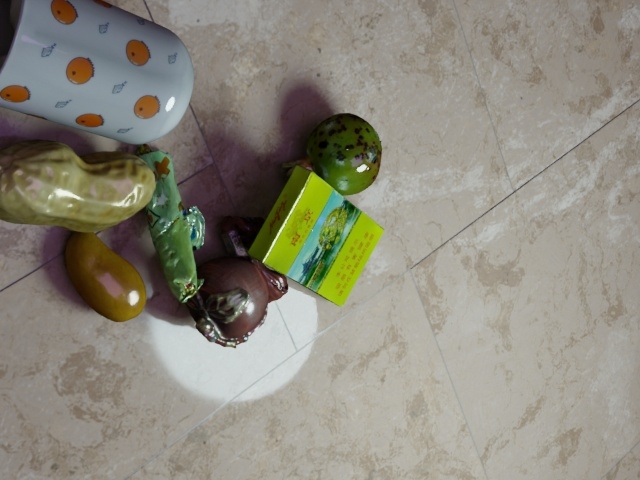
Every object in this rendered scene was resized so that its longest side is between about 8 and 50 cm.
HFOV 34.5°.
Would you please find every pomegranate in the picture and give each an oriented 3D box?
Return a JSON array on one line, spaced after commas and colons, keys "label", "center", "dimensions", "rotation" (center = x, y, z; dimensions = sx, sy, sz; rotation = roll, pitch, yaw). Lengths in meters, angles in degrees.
[{"label": "pomegranate", "center": [0.024, -0.160, 1.991], "dimensions": [0.205, 0.159, 0.159], "rotation": [-22, 112, -5]}]

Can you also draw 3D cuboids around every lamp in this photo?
[{"label": "lamp", "center": [-0.170, 0.080, 1.897], "dimensions": [0.223, 0.151, 0.215], "rotation": [-56, 131, -60]}]

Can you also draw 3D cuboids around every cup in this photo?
[{"label": "cup", "center": [-0.373, -0.279, 1.641], "dimensions": [0.317, 0.212, 0.212], "rotation": [17, 87, -37]}]

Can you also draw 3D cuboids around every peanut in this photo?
[{"label": "peanut", "center": [-0.413, -0.088, 1.687], "dimensions": [0.305, 0.147, 0.147], "rotation": [9, 92, -38]}]

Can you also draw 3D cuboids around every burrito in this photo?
[{"label": "burrito", "center": [-0.253, -0.034, 1.821], "dimensions": [0.104, 0.054, 0.288], "rotation": [-10, 84, -34]}]

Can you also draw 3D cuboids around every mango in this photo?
[{"label": "mango", "center": [-0.373, 0.063, 1.774], "dimensions": [0.102, 0.085, 0.184], "rotation": [-44, 114, -23]}]

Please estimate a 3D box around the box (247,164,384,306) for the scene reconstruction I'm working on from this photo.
[{"label": "box", "center": [0.000, 0.000, 1.965], "dimensions": [0.187, 0.047, 0.335], "rotation": [-60, 148, -3]}]
